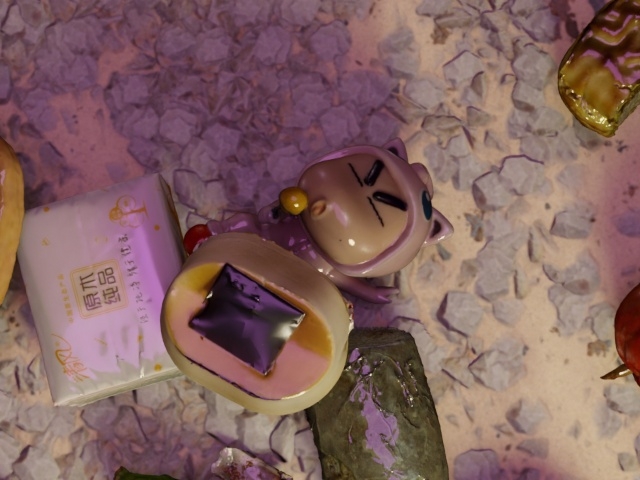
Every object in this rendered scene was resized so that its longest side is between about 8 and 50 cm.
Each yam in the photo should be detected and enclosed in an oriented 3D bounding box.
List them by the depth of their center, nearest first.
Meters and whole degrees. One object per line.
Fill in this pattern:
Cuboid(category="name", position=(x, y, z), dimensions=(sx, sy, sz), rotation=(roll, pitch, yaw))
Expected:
Cuboid(category="yam", position=(0.060, 0.208, 1.673), dimensions=(0.154, 0.154, 0.254), rotation=(-16, 81, -1))

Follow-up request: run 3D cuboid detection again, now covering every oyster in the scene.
Cuboid(category="oyster", position=(-0.081, 0.274, 1.721), dimensions=(0.093, 0.034, 0.051), rotation=(28, 68, 16))

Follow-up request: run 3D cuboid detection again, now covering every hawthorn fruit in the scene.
Cuboid(category="hawthorn fruit", position=(0.403, 0.112, 1.663), dimensions=(0.200, 0.179, 0.179), rotation=(-24, 82, 8))

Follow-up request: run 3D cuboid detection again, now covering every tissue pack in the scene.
Cuboid(category="tissue pack", position=(-0.235, 0.059, 1.706), dimensions=(0.185, 0.124, 0.225), rotation=(-16, 82, 2))

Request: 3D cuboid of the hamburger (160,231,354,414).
Cuboid(category="hamburger", position=(-0.069, 0.088, 1.591), dimensions=(0.210, 0.116, 0.173), rotation=(26, 91, 5))

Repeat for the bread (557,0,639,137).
Cuboid(category="bread", position=(0.345, -0.207, 1.683), dimensions=(0.096, 0.222, 0.181), rotation=(42, 94, 10))

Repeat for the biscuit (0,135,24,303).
Cuboid(category="biscuit", position=(-0.509, 0.005, 1.708), dimensions=(0.365, 0.062, 0.385), rotation=(37, 96, 22))

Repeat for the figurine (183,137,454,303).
Cuboid(category="figurine", position=(0.000, 0.000, 1.685), dimensions=(0.287, 0.186, 0.176), rotation=(-23, 78, 7))

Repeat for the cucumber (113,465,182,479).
Cuboid(category="cucumber", position=(-0.141, 0.337, 1.673), dimensions=(0.244, 0.134, 0.134), rotation=(37, 85, 13))
